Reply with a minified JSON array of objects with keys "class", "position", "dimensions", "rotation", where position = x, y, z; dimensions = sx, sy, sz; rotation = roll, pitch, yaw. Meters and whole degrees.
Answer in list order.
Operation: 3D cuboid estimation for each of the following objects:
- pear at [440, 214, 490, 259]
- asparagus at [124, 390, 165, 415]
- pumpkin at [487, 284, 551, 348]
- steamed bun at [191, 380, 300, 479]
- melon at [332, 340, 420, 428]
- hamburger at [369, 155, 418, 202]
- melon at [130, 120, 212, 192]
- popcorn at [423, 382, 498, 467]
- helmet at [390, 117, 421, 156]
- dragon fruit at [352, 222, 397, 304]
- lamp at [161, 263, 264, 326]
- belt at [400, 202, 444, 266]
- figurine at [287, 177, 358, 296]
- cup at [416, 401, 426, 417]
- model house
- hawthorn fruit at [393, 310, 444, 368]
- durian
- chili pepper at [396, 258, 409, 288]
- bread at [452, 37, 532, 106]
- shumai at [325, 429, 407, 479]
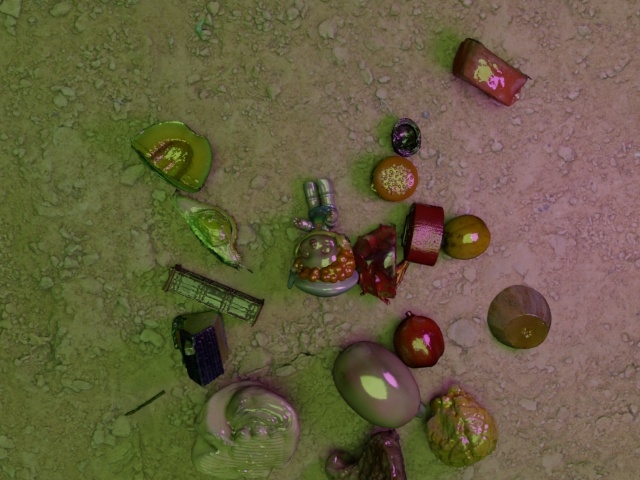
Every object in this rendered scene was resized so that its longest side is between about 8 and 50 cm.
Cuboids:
[{"class":"pear","position":[0.468,-0.011,1.859],"dimensions":[0.162,0.149,0.148],"rotation":[-18,95,-6]},{"class":"asparagus","position":[-0.603,0.564,1.970],"dimensions":[0.163,0.016,0.016],"rotation":[-33,135,3]},{"class":"pumpkin","position":[0.678,0.269,1.911],"dimensions":[0.218,0.110,0.217],"rotation":[0,101,-2]},{"class":"steamed bun","position":[-0.246,0.599,1.862],"dimensions":[0.339,0.247,0.352],"rotation":[0,131,-11]},{"class":"melon","position":[0.180,0.464,1.859],"dimensions":[0.317,0.223,0.223],"rotation":[44,93,6]},{"class":"hamburger","position":[0.237,-0.198,1.857],"dimensions":[0.162,0.115,0.161],"rotation":[0,97,0]},{"class":"melon","position":[-0.454,-0.274,1.852],"dimensions":[0.265,0.129,0.169],"rotation":[35,72,0]},{"class":"popcorn","position":[0.468,0.617,1.891],"dimensions":[0.212,0.259,0.259],"rotation":[29,95,-28]},{"class":"helmet","position":[0.275,-0.329,1.868],"dimensions":[0.098,0.070,0.123],"rotation":[-5,83,-7]},{"class":"dragon fruit","position":[0.169,0.075,1.865],"dimensions":[0.161,0.126,0.274],"rotation":[0,86,11]},{"class":"lamp","position":[-0.352,0.181,1.902],"dimensions":[0.326,0.089,0.090],"rotation":[23,96,-1]},{"class":"belt","position":[0.325,-0.024,1.861],"dimensions":[0.124,0.128,0.200],"rotation":[10,84,-2]},{"class":"figurine","position":[0.029,-0.006,1.845],"dimensions":[0.225,0.205,0.381],"rotation":[4,81,23]},{"class":"cup","position":[0.317,0.560,1.964],"dimensions":[0.083,0.075,0.054],"rotation":[31,131,-6]},{"class":"model house","position":[-0.400,0.358,1.845],"dimensions":[0.170,0.211,0.193],"rotation":[-6,107,0]},{"class":"hawthorn fruit","position":[0.316,0.324,1.885],"dimensions":[0.169,0.169,0.188],"rotation":[-28,96,2]},{"class":"durian","position":[-0.345,-0.035,1.874],"dimensions":[0.375,0.132,0.107],"rotation":[48,117,0]},{"class":"chili pepper","position":[0.267,0.101,1.928],"dimensions":[0.045,0.027,0.178],"rotation":[30,95,-7]},{"class":"bread","position":[0.533,-0.522,1.801],"dimensions":[0.244,0.190,0.123],"rotation":[29,108,-6]},{"class":"shumai","position":[0.149,0.775,1.858],"dimensions":[0.263,0.314,0.267],"rotation":[-13,108,5]}]
